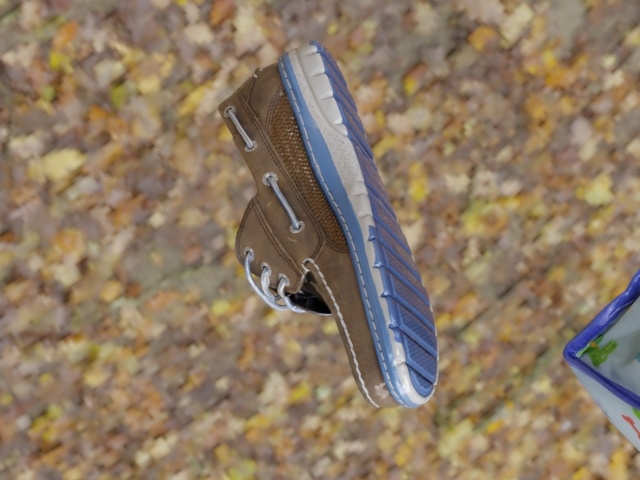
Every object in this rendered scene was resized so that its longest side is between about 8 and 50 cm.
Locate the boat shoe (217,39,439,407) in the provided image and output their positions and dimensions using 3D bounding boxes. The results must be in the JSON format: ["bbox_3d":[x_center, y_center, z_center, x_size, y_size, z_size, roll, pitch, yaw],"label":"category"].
[{"bbox_3d":[0.000,0.000,0.705,0.066,0.183,0.066,-25,146,13],"label":"boat shoe"}]

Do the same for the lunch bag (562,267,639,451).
[{"bbox_3d":[0.182,0.069,0.563,0.096,0.151,0.129,-50,125,-2],"label":"lunch bag"}]
